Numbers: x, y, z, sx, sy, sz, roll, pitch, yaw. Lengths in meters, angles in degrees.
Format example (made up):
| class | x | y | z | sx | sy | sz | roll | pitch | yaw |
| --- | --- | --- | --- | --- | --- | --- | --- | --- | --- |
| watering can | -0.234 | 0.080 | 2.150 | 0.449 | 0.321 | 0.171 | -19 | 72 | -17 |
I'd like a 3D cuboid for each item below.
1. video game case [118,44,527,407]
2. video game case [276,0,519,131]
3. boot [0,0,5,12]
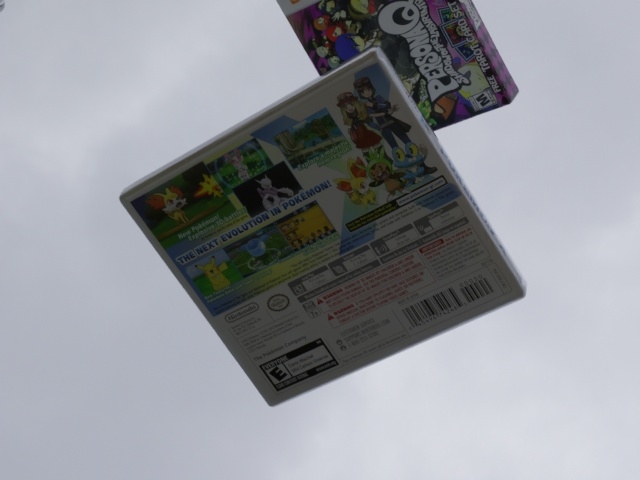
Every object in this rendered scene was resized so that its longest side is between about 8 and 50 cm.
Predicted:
| class | x | y | z | sx | sy | sz | roll | pitch | yaw |
| --- | --- | --- | --- | --- | --- | --- | --- | --- | --- |
| video game case | 0.000 | 0.000 | 1.215 | 0.329 | 0.036 | 0.300 | -26 | -72 | 24 |
| video game case | 0.085 | -0.229 | 1.338 | 0.210 | 0.232 | 0.042 | -17 | -157 | 36 |
| boot | -0.366 | -0.393 | 1.416 | 0.207 | 0.094 | 0.246 | -45 | -153 | 13 |
